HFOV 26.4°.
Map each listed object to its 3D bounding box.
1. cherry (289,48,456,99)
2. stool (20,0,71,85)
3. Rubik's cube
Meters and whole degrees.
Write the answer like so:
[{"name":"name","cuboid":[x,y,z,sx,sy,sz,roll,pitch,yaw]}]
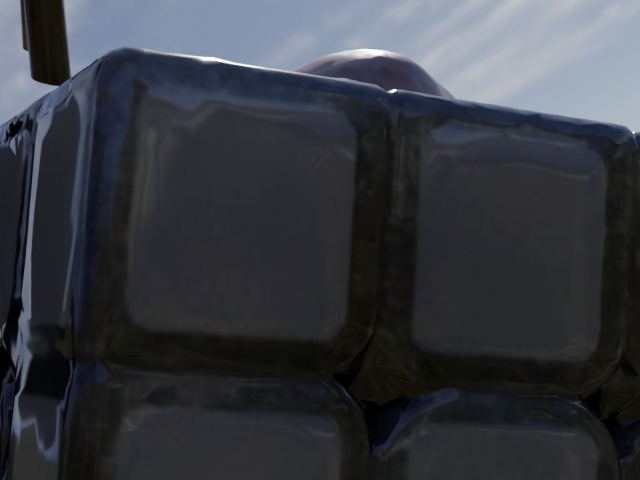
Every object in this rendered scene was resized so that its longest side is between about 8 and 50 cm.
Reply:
[{"name":"cherry","cuboid":[-0.012,0.004,1.114,0.326,0.291,0.335,-21,-16,-5]},{"name":"stool","cuboid":[-0.372,-0.293,1.538,0.272,0.272,0.178,-18,-55,-57]},{"name":"Rubik's cube","cuboid":[0.003,0.106,0.582,0.305,0.303,0.301,5,-5,-24]}]
